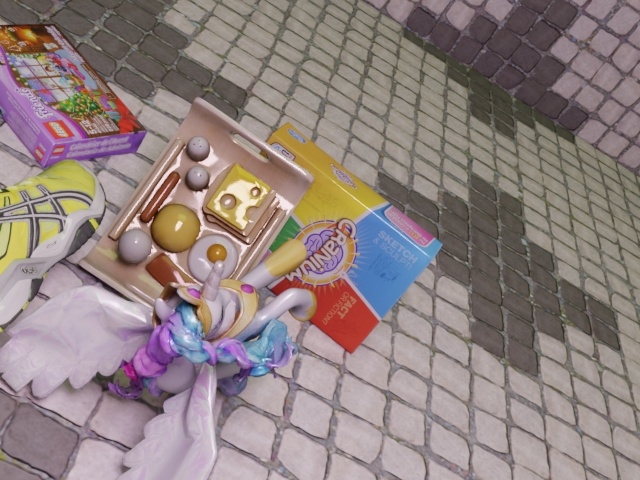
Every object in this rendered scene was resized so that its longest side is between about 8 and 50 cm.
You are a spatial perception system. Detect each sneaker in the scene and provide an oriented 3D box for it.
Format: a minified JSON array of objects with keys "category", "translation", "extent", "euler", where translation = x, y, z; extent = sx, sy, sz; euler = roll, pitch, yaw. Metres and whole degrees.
[{"category":"sneaker","translation":[-0.401,-0.022,1.122],"extent":[0.147,0.145,0.384],"euler":[59,23,-24]}]

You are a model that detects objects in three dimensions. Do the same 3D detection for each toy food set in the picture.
[{"category":"toy food set","translation":[-0.179,-0.030,1.286],"extent":[0.220,0.306,0.092],"euler":[34,-10,-3]}]

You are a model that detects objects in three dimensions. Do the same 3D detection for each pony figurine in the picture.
[{"category":"pony figurine","translation":[-0.169,0.138,1.049],"extent":[0.303,0.351,0.363],"euler":[49,16,12]}]

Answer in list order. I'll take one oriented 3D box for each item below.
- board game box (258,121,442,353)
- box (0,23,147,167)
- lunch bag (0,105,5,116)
[{"category":"board game box","translation":[0.000,0.000,1.411],"extent":[0.317,0.242,0.064],"euler":[38,32,3]},{"category":"box","translation":[-0.459,-0.254,1.473],"extent":[0.293,0.057,0.201],"euler":[48,35,16]},{"category":"lunch bag","translation":[-0.545,-0.223,1.362],"extent":[0.071,0.053,0.083],"euler":[50,26,18]}]
